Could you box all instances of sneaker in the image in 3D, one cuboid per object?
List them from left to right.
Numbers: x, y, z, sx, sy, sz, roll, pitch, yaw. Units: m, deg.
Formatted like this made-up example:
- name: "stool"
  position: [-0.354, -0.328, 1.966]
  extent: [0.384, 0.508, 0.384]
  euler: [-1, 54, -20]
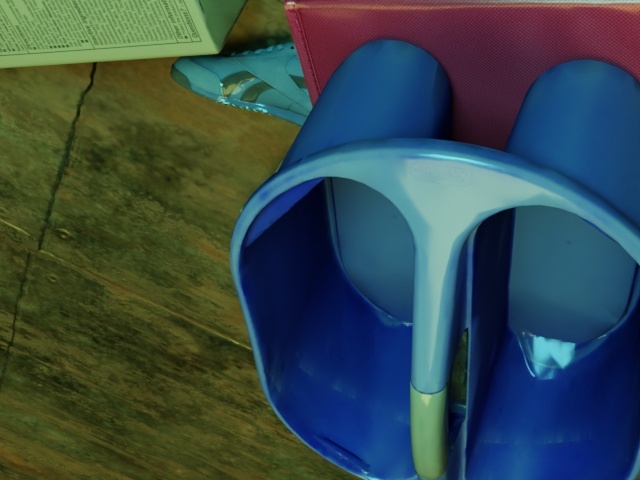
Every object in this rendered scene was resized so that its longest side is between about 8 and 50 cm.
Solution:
- name: "sneaker"
  position: [-0.040, -0.156, 0.876]
  extent: [0.209, 0.069, 0.082]
  euler: [18, 109, 17]

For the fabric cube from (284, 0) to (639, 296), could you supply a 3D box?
- name: "fabric cube"
  position: [0.157, -0.132, 0.657]
  extent: [0.258, 0.254, 0.259]
  euler: [3, 139, 20]

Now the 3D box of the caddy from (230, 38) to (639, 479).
- name: "caddy"
  position: [0.080, 0.047, 0.559]
  extent: [0.241, 0.179, 0.341]
  euler: [8, 140, 15]

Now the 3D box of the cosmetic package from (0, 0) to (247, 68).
- name: "cosmetic package"
  position: [-0.231, -0.243, 0.805]
  extent: [0.310, 0.113, 0.160]
  euler: [2, 138, 22]

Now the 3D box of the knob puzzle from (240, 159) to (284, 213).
- name: "knob puzzle"
  position: [0.000, 0.000, 1.056]
  extent: [0.213, 0.030, 0.213]
  euler: [11, 140, 10]
